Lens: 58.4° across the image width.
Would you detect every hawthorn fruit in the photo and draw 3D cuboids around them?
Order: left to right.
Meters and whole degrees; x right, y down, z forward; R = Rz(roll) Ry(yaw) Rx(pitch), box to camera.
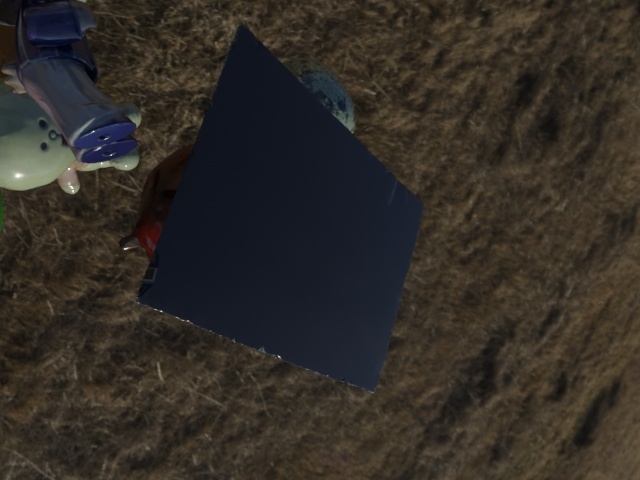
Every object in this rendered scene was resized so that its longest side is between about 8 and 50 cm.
[{"bbox_3d":[-0.212,-0.049,1.042,0.308,0.265,0.265,-18,126,-8],"label":"hawthorn fruit"}]

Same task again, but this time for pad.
[{"bbox_3d":[0.000,0.000,0.378,0.243,0.004,0.163,34,68,-48],"label":"pad"}]

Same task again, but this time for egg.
[{"bbox_3d":[-0.015,-0.232,0.980,0.172,0.132,0.132,39,78,-6],"label":"egg"}]

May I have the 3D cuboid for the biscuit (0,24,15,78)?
[{"bbox_3d":[-0.753,-0.439,1.242,0.062,0.365,0.385,-41,173,13],"label":"biscuit"}]

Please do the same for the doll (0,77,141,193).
[{"bbox_3d":[-0.360,-0.132,0.743,0.275,0.113,0.154,-20,114,-60],"label":"doll"}]

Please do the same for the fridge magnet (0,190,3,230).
[{"bbox_3d":[-0.747,-0.044,1.252,0.088,0.208,0.207,11,102,-36],"label":"fridge magnet"}]

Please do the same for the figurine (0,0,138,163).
[{"bbox_3d":[-0.247,-0.198,0.495,0.133,0.194,0.274,-24,109,-14],"label":"figurine"}]
